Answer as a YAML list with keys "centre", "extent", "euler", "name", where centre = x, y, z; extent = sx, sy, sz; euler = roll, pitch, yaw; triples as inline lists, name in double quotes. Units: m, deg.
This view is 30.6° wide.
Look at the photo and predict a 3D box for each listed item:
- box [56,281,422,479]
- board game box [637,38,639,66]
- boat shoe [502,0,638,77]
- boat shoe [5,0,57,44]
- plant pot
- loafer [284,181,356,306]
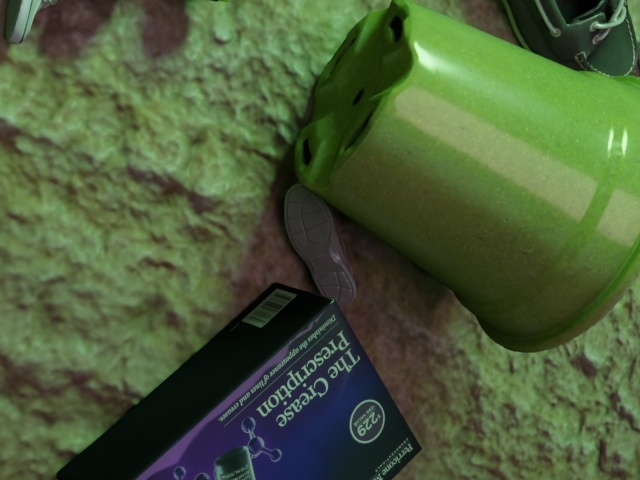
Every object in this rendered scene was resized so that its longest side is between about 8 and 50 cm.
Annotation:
- centre: [-0.062, 0.192, 1.015]
  extent: [0.261, 0.103, 0.184]
  euler: [-41, 119, -23]
  name: "box"
- centre: [0.427, -0.204, 1.331]
  extent: [0.154, 0.026, 0.103]
  euler: [-27, 110, -28]
  name: "board game box"
- centre: [0.234, -0.266, 1.153]
  extent: [0.335, 0.095, 0.112]
  euler: [46, 71, -29]
  name: "boat shoe"
- centre: [-0.216, -0.197, 0.902]
  extent: [0.035, 0.035, 0.100]
  euler: [16, 80, -31]
  name: "boat shoe"
- centre: [0.127, -0.077, 1.029]
  extent: [0.254, 0.276, 0.276]
  euler: [27, 81, -22]
  name: "plant pot"
- centre: [0.000, 0.000, 1.072]
  extent: [0.045, 0.039, 0.125]
  euler: [-17, 110, 14]
  name: "loafer"
